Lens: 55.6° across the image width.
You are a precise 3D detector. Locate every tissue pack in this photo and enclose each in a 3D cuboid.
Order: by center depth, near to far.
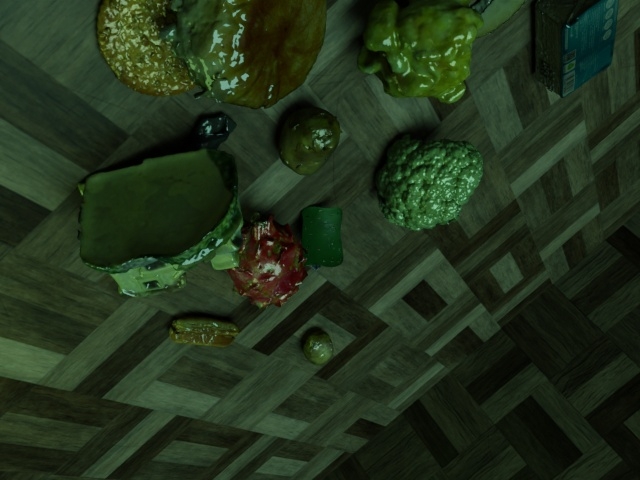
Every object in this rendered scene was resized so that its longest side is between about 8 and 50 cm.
[{"bbox_3d":[0.675,-0.548,1.619,0.192,0.134,0.271,-36,145,-4],"label":"tissue pack"}]

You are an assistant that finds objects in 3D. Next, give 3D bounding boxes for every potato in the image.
[{"bbox_3d":[-0.025,-0.228,1.377,0.137,0.137,0.176,-6,155,-37],"label":"potato"},{"bbox_3d":[-0.009,0.371,2.099,0.107,0.080,0.170,-26,141,-3],"label":"potato"}]

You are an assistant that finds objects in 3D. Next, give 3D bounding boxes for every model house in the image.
[{"bbox_3d":[-0.294,0.000,1.232,0.321,0.261,0.266,-12,146,1],"label":"model house"},{"bbox_3d":[0.000,0.000,1.648,0.117,0.167,0.088,-1,166,-5],"label":"model house"}]

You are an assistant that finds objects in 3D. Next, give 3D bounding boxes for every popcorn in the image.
[{"bbox_3d":[0.211,-0.400,1.298,0.250,0.241,0.235,77,31,-61],"label":"popcorn"}]

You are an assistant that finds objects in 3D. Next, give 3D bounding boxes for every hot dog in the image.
[{"bbox_3d":[-0.318,0.255,1.711,0.235,0.062,0.092,19,116,-47],"label":"hot dog"}]

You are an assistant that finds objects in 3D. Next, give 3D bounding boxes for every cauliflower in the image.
[{"bbox_3d":[0.294,-0.162,1.672,0.250,0.275,0.273,-40,146,-65],"label":"cauliflower"}]

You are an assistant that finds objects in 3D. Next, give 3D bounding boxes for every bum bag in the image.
[{"bbox_3d":[-0.251,-0.183,1.289,0.087,0.049,0.198,9,124,-52],"label":"bum bag"}]

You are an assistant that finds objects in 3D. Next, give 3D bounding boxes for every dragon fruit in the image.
[{"bbox_3d":[-0.141,0.040,1.506,0.205,0.210,0.268,-45,146,-34],"label":"dragon fruit"}]

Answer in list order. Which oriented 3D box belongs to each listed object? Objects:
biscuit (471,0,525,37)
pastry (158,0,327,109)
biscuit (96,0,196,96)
[{"bbox_3d":[0.452,-0.593,1.455,0.141,0.038,0.290,10,123,-47],"label":"biscuit"},{"bbox_3d":[-0.109,-0.386,1.065,0.329,0.136,0.330,-37,145,-31],"label":"pastry"},{"bbox_3d":[-0.268,-0.366,1.078,0.253,0.035,0.254,-24,143,-20],"label":"biscuit"}]
